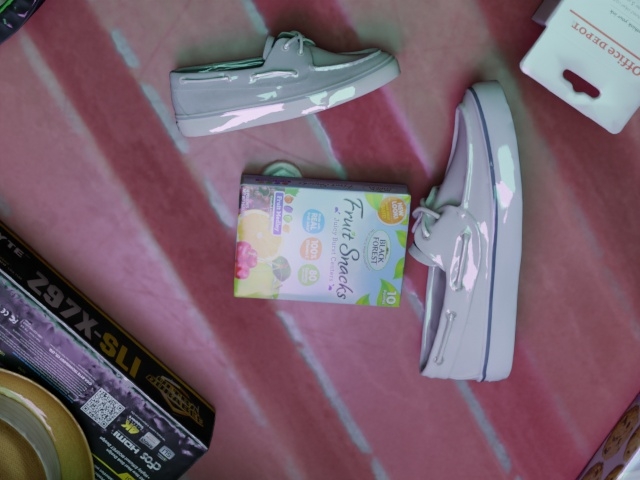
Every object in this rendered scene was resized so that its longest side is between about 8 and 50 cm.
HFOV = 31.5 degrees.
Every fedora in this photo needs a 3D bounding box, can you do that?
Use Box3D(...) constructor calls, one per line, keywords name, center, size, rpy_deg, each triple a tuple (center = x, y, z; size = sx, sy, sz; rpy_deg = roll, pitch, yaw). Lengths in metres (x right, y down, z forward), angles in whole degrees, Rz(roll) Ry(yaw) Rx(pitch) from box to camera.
Box3D(name="fedora", center=(-0.276, 0.199, 0.911), size=(0.194, 0.079, 0.194), rpy_deg=(0, 107, 0))

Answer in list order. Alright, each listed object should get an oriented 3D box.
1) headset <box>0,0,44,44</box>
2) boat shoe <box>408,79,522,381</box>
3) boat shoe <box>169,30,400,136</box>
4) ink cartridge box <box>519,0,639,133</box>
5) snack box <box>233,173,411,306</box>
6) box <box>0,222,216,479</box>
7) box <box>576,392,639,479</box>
Box3D(name="headset", center=(-0.290, -0.327, 0.820), size=(0.243, 0.185, 0.394), rpy_deg=(13, 122, -1))
Box3D(name="boat shoe", center=(0.114, 0.000, 0.923), size=(0.084, 0.095, 0.258), rpy_deg=(-3, 106, -4))
Box3D(name="boat shoe", center=(-0.031, -0.133, 0.902), size=(0.184, 0.066, 0.063), rpy_deg=(-11, 108, 13))
Box3D(name="ink cartridge box", center=(0.240, -0.186, 0.884), size=(0.104, 0.060, 0.180), rpy_deg=(33, 104, -11))
Box3D(name="snack box", center=(0.000, 0.000, 0.952), size=(0.141, 0.037, 0.100), rpy_deg=(4, 108, -2))
Box3D(name="box", center=(-0.291, 0.144, 0.975), size=(0.322, 0.079, 0.257), rpy_deg=(43, 104, -13))
Box3D(name="box", center=(0.294, 0.186, 0.999), size=(0.063, 0.067, 0.324), rpy_deg=(29, 106, -9))
